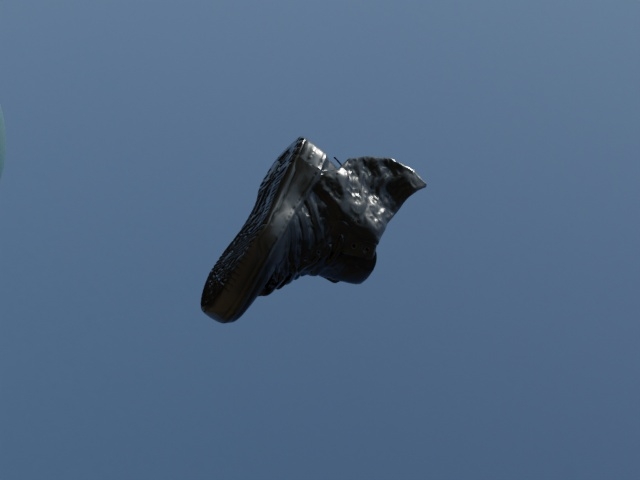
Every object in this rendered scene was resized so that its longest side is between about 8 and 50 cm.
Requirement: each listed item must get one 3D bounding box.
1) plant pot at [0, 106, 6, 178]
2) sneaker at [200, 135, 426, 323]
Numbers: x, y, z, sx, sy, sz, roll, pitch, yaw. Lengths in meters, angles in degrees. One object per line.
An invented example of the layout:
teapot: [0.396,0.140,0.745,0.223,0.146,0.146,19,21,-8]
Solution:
plant pot: [-0.434,-0.102,1.468,0.195,0.290,0.290,-2,-116,55]
sneaker: [-0.002,0.001,0.882,0.051,0.089,0.170,-33,-156,47]
